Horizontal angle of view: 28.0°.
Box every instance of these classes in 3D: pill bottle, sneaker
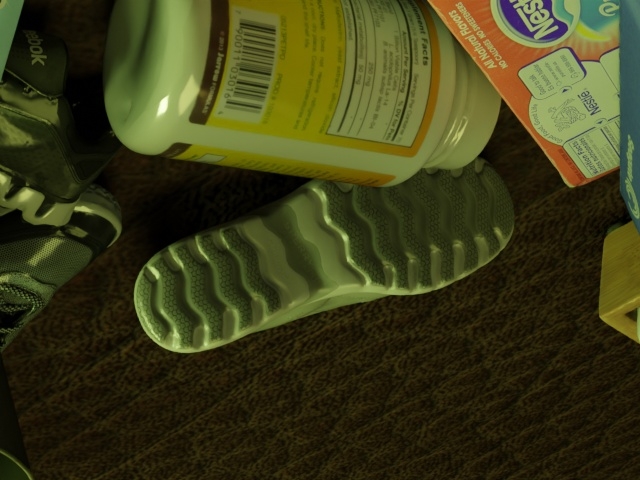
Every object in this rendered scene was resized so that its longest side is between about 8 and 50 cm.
[{"bbox_3d":[-0.006,-0.094,0.731,0.215,0.117,0.117,7,140,-31],"label":"pill bottle"},{"bbox_3d":[-0.195,-0.088,0.703,0.106,0.078,0.234,-38,142,19],"label":"sneaker"},{"bbox_3d":[0.000,0.000,0.924,0.281,0.105,0.115,-15,-179,-10],"label":"sneaker"},{"bbox_3d":[-0.234,0.074,0.847,0.269,0.153,0.101,-28,146,18],"label":"sneaker"}]

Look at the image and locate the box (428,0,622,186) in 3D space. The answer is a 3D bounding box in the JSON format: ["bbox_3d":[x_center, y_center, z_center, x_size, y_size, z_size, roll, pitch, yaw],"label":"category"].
[{"bbox_3d":[0.123,-0.171,0.650,0.154,0.142,0.300,-28,145,18],"label":"box"}]

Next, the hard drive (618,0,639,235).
[{"bbox_3d":[0.211,0.049,0.588,0.040,0.318,0.210,-17,148,3],"label":"hard drive"}]

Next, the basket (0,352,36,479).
[{"bbox_3d":[-0.265,0.042,0.719,0.154,0.226,0.204,-32,145,22],"label":"basket"}]

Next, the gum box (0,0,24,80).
[{"bbox_3d":[-0.216,-0.127,0.590,0.157,0.041,0.184,9,112,-33],"label":"gum box"}]

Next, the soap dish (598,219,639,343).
[{"bbox_3d":[0.388,0.030,1.088,0.229,0.118,0.291,-33,144,25],"label":"soap dish"}]
